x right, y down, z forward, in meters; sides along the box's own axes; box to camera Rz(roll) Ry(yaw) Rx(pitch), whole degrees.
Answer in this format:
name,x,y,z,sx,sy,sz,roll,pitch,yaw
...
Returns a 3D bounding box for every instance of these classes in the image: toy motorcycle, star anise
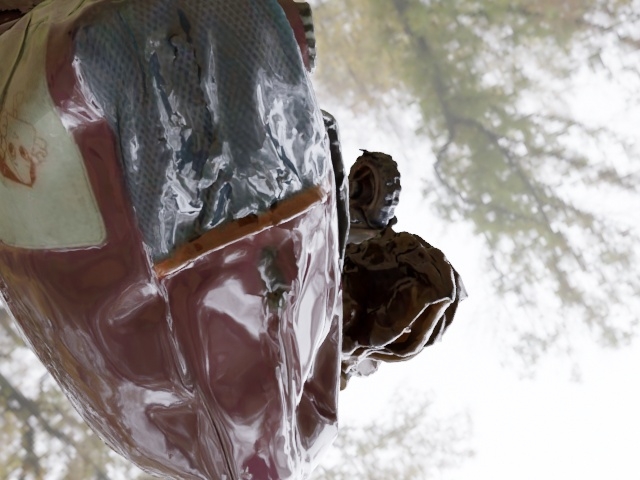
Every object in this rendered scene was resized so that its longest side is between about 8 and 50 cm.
name,x,y,z,sx,sy,sz,roll,pitch,yaw
toy motorcycle,0.000,0.000,1.061,0.215,0.080,0.122,-23,-114,56
star anise,0.002,0.056,0.911,0.220,0.126,0.190,-24,174,-1

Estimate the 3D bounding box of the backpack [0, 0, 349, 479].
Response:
name,x,y,z,sx,sy,sz,roll,pitch,yaw
backpack,-0.082,-0.002,0.679,0.197,0.317,0.283,-29,-157,-22
